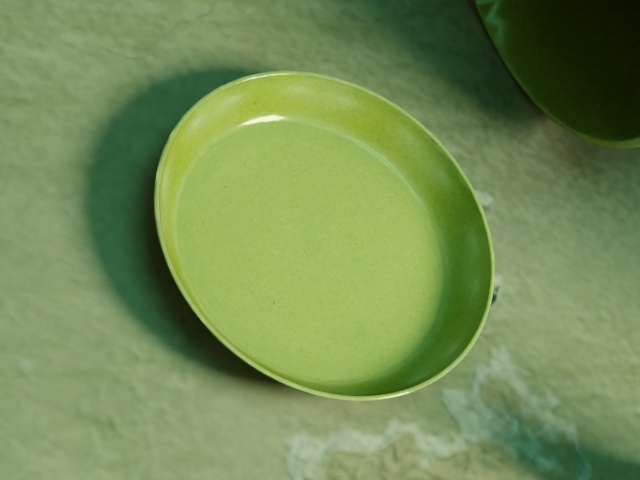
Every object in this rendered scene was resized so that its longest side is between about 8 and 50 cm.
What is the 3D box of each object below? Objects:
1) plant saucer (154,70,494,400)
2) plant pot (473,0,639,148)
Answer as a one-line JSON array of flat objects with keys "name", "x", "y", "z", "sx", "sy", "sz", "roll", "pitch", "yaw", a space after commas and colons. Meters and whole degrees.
[{"name": "plant saucer", "x": 0.000, "y": 0.000, "z": 1.167, "sx": 0.241, "sy": 0.037, "sz": 0.241, "roll": 12, "pitch": 58, "yaw": -19}, {"name": "plant pot", "x": 0.293, "y": -0.241, "z": 1.266, "sx": 0.293, "sy": 0.275, "sz": 0.275, "roll": -22, "pitch": 74, "yaw": -23}]
